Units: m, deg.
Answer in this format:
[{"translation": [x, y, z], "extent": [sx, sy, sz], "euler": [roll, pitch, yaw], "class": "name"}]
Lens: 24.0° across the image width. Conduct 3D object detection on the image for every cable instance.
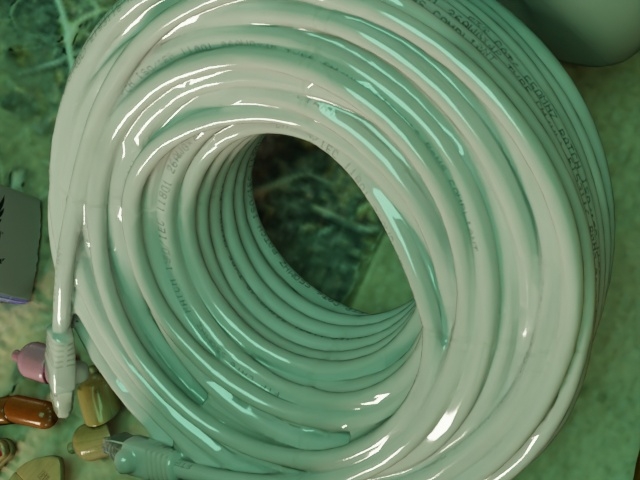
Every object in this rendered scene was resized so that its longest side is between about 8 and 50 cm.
[{"translation": [0.000, 0.000, 0.639], "extent": [0.257, 0.089, 0.257], "euler": [15, 118, 25], "class": "cable"}]

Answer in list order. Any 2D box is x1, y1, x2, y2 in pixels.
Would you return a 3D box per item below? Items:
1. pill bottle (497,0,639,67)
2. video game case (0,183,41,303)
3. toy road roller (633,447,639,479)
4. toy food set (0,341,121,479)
[{"translation": [0.131, -0.299, 0.629], "extent": [0.229, 0.229, 0.407], "euler": [31, 91, 16], "class": "pill bottle"}, {"translation": [-0.305, -0.018, 0.698], "extent": [0.269, 0.244, 0.061], "euler": [3, 82, 15], "class": "video game case"}, {"translation": [0.238, 0.127, 0.567], "extent": [0.241, 0.202, 0.329], "euler": [11, 91, 4], "class": "toy road roller"}, {"translation": [-0.140, 0.093, 0.759], "extent": [0.122, 0.019, 0.078], "euler": [-44, 74, 14], "class": "toy food set"}]
